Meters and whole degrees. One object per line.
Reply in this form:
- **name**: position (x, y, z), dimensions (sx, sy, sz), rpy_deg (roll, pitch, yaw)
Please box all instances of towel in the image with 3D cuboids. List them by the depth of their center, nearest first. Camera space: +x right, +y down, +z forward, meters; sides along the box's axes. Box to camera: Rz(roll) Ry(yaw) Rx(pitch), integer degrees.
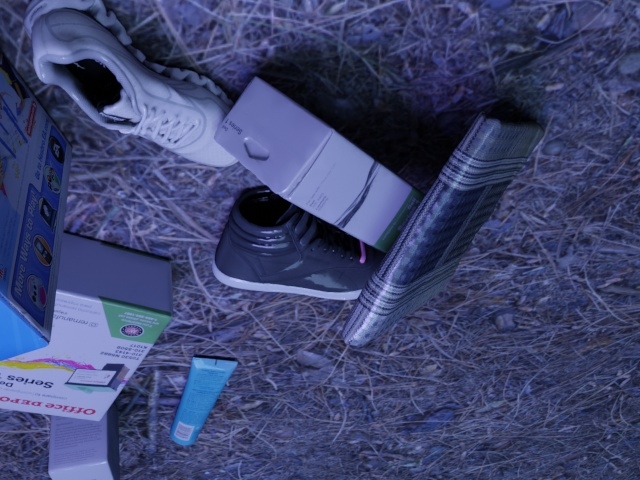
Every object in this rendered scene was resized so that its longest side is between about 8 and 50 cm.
- **towel**: position (0.163, -0.027, 0.918), dimensions (0.312, 0.056, 0.324), rpy_deg (-61, 161, 19)

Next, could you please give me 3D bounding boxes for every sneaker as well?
- **sneaker**: position (-0.196, -0.152, 0.797), dimensions (0.110, 0.118, 0.292), rpy_deg (-41, 132, 21)
- **sneaker**: position (0.000, 0.000, 1.009), dimensions (0.296, 0.104, 0.146), rpy_deg (2, 139, -11)

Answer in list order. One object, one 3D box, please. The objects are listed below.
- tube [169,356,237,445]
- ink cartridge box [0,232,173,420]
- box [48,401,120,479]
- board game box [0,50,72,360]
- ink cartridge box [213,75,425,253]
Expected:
- **tube**: position (-0.219, 0.285, 1.281), dimensions (0.080, 0.052, 0.207), rpy_deg (7, 127, -28)
- **ink cartridge box**: position (-0.363, 0.132, 1.033), dimensions (0.202, 0.117, 0.278), rpy_deg (18, 128, -30)
- **box**: position (-0.390, 0.330, 1.186), dimensions (0.091, 0.170, 0.130), rpy_deg (-7, 136, -10)
- **board game box**: position (-0.362, -0.089, 0.675), dimensions (0.086, 0.308, 0.301), rpy_deg (-19, 136, 6)
- **ink cartridge box**: position (0.006, -0.084, 0.846), dimensions (0.092, 0.160, 0.219), rpy_deg (-55, 141, 7)
